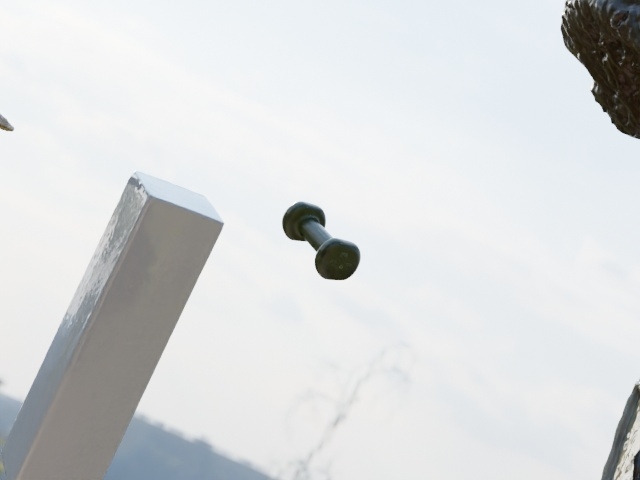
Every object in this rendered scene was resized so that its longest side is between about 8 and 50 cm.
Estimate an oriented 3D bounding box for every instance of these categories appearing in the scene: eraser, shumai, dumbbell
[{"bbox_3d":[-0.188,0.091,1.538,0.078,0.298,0.076,21,13,-24],"label":"eraser"},{"bbox_3d":[0.349,-0.193,1.591,0.218,0.185,0.184,33,-35,64],"label":"shumai"},{"bbox_3d":[0.000,0.000,1.847,0.052,0.046,0.118,9,21,-28],"label":"dumbbell"}]

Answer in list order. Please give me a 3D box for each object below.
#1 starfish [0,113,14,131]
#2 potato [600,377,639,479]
[{"bbox_3d":[-0.461,-0.204,1.666,0.375,0.094,0.327,28,0,-11],"label":"starfish"},{"bbox_3d":[0.181,0.135,0.914,0.061,0.122,0.086,23,-12,-1],"label":"potato"}]
